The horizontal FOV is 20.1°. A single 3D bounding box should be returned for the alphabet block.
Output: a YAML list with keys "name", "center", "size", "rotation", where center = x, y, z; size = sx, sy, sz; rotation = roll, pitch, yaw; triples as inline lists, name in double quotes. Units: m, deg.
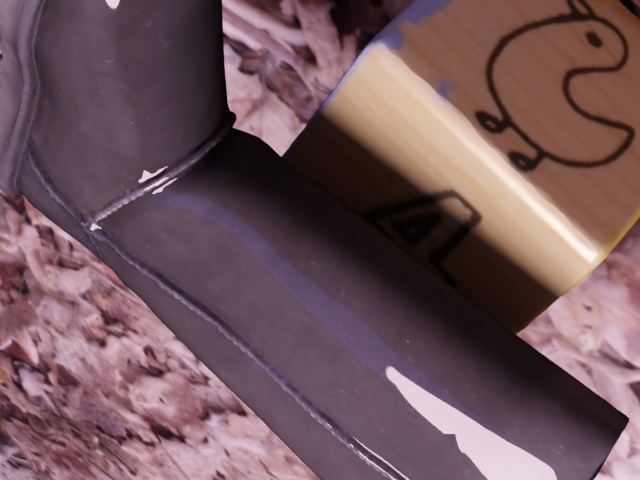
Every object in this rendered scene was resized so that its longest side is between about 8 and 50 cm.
- name: "alphabet block"
  center: [0.115, -0.064, 1.212]
  size: [0.197, 0.192, 0.193]
  rotation: [42, 145, 2]

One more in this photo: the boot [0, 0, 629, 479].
- name: "boot"
  center: [0.000, 0.001, 1.097]
  size: [0.445, 0.146, 0.367]
  rotation: [44, 153, 7]
